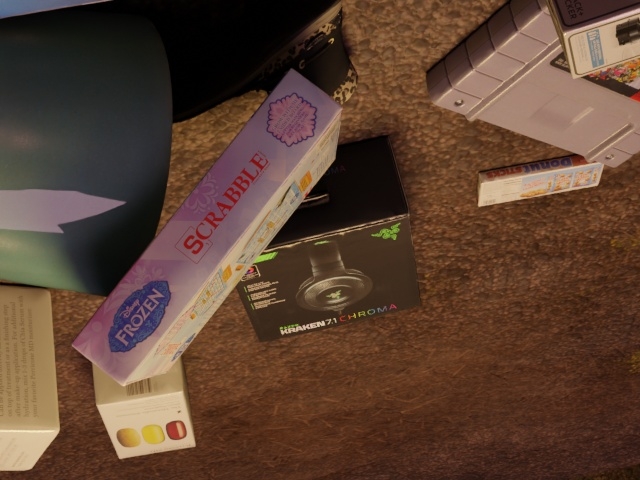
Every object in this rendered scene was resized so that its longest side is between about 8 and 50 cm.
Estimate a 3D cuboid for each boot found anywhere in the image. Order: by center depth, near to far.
[{"bbox_3d":[-0.063,-0.170,1.283,0.236,0.085,0.178,-35,153,-5],"label":"boot"}]

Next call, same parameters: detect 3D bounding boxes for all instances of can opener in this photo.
[{"bbox_3d":[-0.191,-0.183,1.304,0.059,0.073,0.186,-41,171,-33],"label":"can opener"}]

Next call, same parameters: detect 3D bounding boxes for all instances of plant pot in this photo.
[{"bbox_3d":[-0.307,-0.096,1.153,0.235,0.293,0.293,5,146,-29],"label":"plant pot"}]

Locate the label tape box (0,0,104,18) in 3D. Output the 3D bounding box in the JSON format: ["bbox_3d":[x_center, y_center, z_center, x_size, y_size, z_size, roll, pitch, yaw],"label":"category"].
[{"bbox_3d":[-0.149,-0.333,0.982,0.348,0.115,0.249,-12,147,-4],"label":"label tape box"}]

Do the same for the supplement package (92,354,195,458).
[{"bbox_3d":[-0.285,0.245,1.917,0.139,0.133,0.244,-9,151,-5],"label":"supplement package"}]

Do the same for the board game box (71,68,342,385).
[{"bbox_3d":[-0.101,-0.002,1.194,0.318,0.066,0.318,-52,178,-5],"label":"board game box"}]

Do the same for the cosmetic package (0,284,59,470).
[{"bbox_3d":[-0.602,0.182,1.599,0.453,0.230,0.161,7,146,-28],"label":"cosmetic package"}]

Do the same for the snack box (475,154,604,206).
[{"bbox_3d":[0.311,-0.087,1.671,0.178,0.022,0.064,-10,150,-3],"label":"snack box"}]

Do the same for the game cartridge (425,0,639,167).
[{"bbox_3d":[0.333,-0.201,1.449,0.355,0.068,0.230,13,146,-37],"label":"game cartridge"}]

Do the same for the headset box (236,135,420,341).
[{"bbox_3d":[0.000,0.000,1.599,0.246,0.131,0.283,-13,150,0],"label":"headset box"}]

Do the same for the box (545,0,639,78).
[{"bbox_3d":[0.368,-0.292,1.188,0.290,0.169,0.087,-19,150,10],"label":"box"}]
